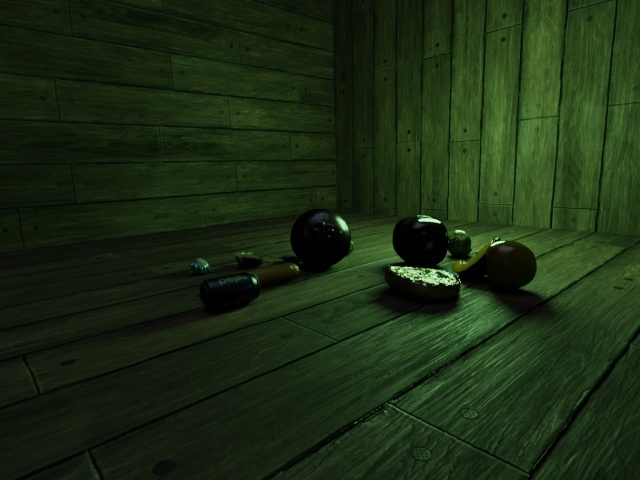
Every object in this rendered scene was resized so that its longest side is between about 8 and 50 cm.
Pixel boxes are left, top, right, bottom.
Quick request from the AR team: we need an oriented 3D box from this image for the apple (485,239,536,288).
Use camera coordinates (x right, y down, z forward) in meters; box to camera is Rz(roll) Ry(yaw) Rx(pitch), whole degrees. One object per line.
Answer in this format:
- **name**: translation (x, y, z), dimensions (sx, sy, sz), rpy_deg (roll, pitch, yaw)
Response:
- **apple**: translation (0.743, 0.096, 1.590), dimensions (0.195, 0.196, 0.196), rpy_deg (-2, 10, 0)

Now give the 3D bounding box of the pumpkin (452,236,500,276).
- **pumpkin**: translation (0.695, 0.117, 1.749), dimensions (0.254, 0.130, 0.149), rpy_deg (-41, 7, 47)

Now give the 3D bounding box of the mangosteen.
- **mangosteen**: translation (0.000, 0.000, 2.064), dimensions (0.306, 0.307, 0.347), rpy_deg (-2, -18, -4)

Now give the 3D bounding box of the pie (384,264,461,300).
- **pie**: translation (0.406, 0.162, 1.600), dimensions (0.314, 0.093, 0.315), rpy_deg (3, 9, -1)

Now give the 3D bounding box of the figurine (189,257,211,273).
- **figurine**: translation (-0.583, 0.133, 1.980), dimensions (0.114, 0.079, 0.114), rpy_deg (33, -4, 2)

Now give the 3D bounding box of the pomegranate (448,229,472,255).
- **pomegranate**: translation (0.747, 0.029, 2.203), dimensions (0.143, 0.122, 0.169), rpy_deg (35, -11, 24)

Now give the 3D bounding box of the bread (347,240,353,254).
- **bread**: translation (0.121, 0.041, 2.301), dimensions (0.156, 0.103, 0.110), rpy_deg (-14, 26, -29)

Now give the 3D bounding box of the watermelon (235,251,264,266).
- **watermelon**: translation (-0.359, 0.107, 2.089), dimensions (0.139, 0.071, 0.187), rpy_deg (9, 5, 17)

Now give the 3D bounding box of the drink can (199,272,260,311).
- **drink can**: translation (-0.331, 0.185, 1.490), dimensions (0.204, 0.118, 0.118), rpy_deg (-10, 13, -34)

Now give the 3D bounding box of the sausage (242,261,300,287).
- **sausage**: translation (-0.213, 0.150, 1.752), dimensions (0.288, 0.086, 0.086), rpy_deg (-9, 12, -40)

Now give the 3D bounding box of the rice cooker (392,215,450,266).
- **rice cooker**: translation (0.501, 0.002, 2.016), dimensions (0.266, 0.268, 0.224), rpy_deg (-5, 11, -16)

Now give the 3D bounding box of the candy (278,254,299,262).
- **candy**: translation (-0.158, 0.099, 2.176), dimensions (0.136, 0.038, 0.088), rpy_deg (4, -4, -9)
